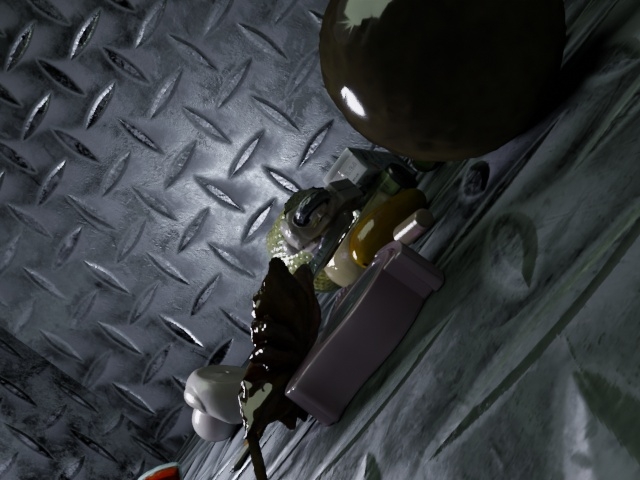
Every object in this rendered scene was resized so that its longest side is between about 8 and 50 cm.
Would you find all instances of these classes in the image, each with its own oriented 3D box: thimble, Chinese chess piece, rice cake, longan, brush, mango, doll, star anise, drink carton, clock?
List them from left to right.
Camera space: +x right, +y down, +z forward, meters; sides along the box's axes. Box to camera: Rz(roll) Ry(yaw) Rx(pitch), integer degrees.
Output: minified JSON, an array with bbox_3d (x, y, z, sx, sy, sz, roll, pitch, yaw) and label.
[{"bbox_3d":[-0.274,0.458,2.052,0.251,0.221,0.221,6,55,55],"label":"doll"},{"bbox_3d":[-0.106,0.371,1.642,0.314,0.017,0.090,-54,2,-27],"label":"brush"},{"bbox_3d":[-0.066,0.190,1.184,0.292,0.109,0.349,-27,-63,-60],"label":"star anise"},{"bbox_3d":[0.000,0.000,2.015,0.150,0.271,0.271,-54,1,42],"label":"thimble"},{"bbox_3d":[0.019,0.012,1.759,0.207,0.036,0.047,-58,-4,25],"label":"rice cake"},{"bbox_3d":[0.056,0.128,1.126,0.275,0.080,0.290,-53,1,0],"label":"clock"},{"bbox_3d":[0.108,0.001,1.781,0.250,0.103,0.250,-55,0,1],"label":"Chinese chess piece"},{"bbox_3d":[0.153,-0.191,2.222,0.130,0.106,0.315,-54,-25,22],"label":"drink carton"},{"bbox_3d":[0.148,-0.034,1.598,0.227,0.099,0.136,-44,-3,-22],"label":"mango"},{"bbox_3d":[0.190,-0.313,1.190,0.391,0.391,0.391,-53,2,3],"label":"longan"}]

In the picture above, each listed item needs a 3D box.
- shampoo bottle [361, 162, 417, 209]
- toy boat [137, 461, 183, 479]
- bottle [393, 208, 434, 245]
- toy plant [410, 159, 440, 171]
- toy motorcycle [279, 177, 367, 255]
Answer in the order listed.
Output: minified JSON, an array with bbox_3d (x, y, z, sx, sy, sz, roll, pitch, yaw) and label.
[{"bbox_3d":[0.157,-0.089,2.150,0.284,0.101,0.101,-53,2,24],"label":"shampoo bottle"},{"bbox_3d":[-0.456,0.716,1.903,0.332,0.145,0.133,-58,10,-13],"label":"toy boat"},{"bbox_3d":[0.177,-0.024,1.418,0.045,0.045,0.096,-55,5,-30],"label":"bottle"},{"bbox_3d":[0.286,-0.240,1.932,0.093,0.093,0.162,-52,0,33],"label":"toy plant"},{"bbox_3d":[-0.001,-0.052,1.807,0.223,0.108,0.340,-50,-13,24],"label":"toy motorcycle"}]
